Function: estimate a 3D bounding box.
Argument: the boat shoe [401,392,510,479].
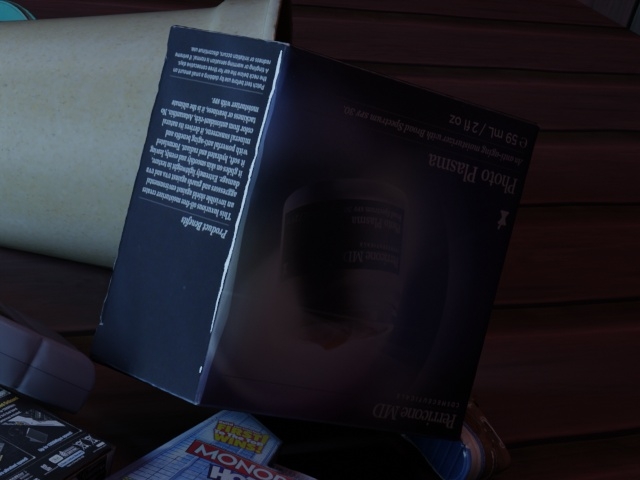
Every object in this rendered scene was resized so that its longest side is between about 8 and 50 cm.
[{"bbox_3d":[0.110,0.160,1.536,0.066,0.066,0.183,5,34,-35],"label":"boat shoe"}]

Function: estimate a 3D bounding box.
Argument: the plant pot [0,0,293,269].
[{"bbox_3d":[-0.193,-0.098,1.651,0.306,0.333,0.334,4,23,3],"label":"plant pot"}]

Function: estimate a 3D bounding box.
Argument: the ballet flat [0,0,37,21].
[{"bbox_3d":[-0.353,-0.229,2.123,0.087,0.083,0.247,27,8,-48],"label":"ballet flat"}]

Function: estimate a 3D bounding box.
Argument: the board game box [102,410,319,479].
[{"bbox_3d":[-0.058,0.207,1.313,0.194,0.060,0.194,19,24,9],"label":"board game box"}]

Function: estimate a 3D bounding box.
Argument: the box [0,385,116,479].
[{"bbox_3d":[-0.332,0.177,1.183,0.242,0.076,0.307,24,24,19],"label":"box"}]

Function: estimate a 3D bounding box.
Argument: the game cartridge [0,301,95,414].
[{"bbox_3d":[-0.326,0.048,1.339,0.294,0.060,0.196,28,0,-21],"label":"game cartridge"}]

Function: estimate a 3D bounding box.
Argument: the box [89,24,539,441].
[{"bbox_3d":[0.000,0.000,1.418,0.296,0.294,0.183,12,3,-38],"label":"box"}]
